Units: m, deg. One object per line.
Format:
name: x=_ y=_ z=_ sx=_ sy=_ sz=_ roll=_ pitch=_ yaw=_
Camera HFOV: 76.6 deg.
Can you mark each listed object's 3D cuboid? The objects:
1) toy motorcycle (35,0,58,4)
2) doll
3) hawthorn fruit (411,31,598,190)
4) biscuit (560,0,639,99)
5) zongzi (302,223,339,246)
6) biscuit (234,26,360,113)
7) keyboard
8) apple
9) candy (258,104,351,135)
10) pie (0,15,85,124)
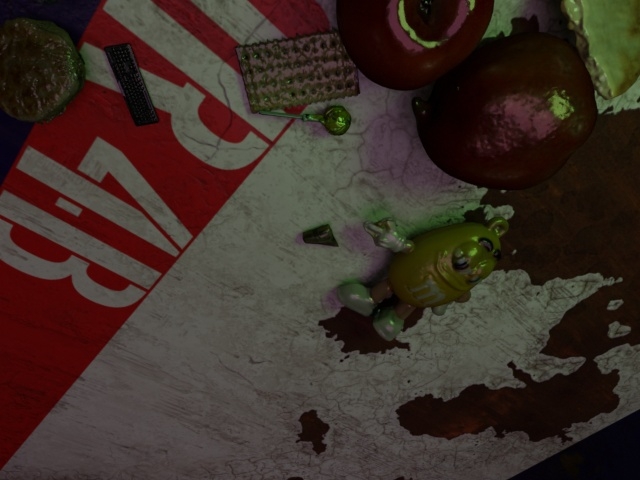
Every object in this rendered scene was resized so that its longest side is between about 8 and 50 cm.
toy motorcycle: x=-0.369 y=-0.510 z=0.627 sx=0.297 sy=0.109 sz=0.198 roll=-16 pitch=113 yaw=7
doll: x=0.241 y=0.089 z=1.047 sx=0.349 sy=0.161 sz=0.422 roll=11 pitch=127 yaw=-7
hawthorn fruit: x=0.351 y=-0.229 z=0.781 sx=0.312 sy=0.295 sz=0.295 roll=-27 pitch=122 yaw=8
biscuit: x=0.524 y=-0.430 z=0.741 sx=0.205 sy=0.040 sz=0.308 roll=-33 pitch=105 yaw=-18
zongzi: x=0.000 y=0.000 z=1.035 sx=0.076 sy=0.040 sz=0.083 roll=-15 pitch=141 yaw=12
biscuit: x=-0.041 y=-0.340 z=0.813 sx=0.232 sy=0.016 sz=0.138 roll=-10 pitch=124 yaw=1
keyboard: x=-0.373 y=-0.305 z=0.805 sx=0.053 sy=0.010 sz=0.155 roll=-10 pitch=124 yaw=2
apple: x=0.154 y=-0.394 z=0.680 sx=0.261 sy=0.216 sz=0.260 roll=-1 pitch=120 yaw=-2
candy: x=-0.031 y=-0.257 z=0.848 sx=0.194 sy=0.058 sz=0.062 roll=4 pitch=83 yaw=-6
pie: x=-0.526 y=-0.313 z=0.746 sx=0.194 sy=0.079 sz=0.163 roll=-30 pitch=113 yaw=13
